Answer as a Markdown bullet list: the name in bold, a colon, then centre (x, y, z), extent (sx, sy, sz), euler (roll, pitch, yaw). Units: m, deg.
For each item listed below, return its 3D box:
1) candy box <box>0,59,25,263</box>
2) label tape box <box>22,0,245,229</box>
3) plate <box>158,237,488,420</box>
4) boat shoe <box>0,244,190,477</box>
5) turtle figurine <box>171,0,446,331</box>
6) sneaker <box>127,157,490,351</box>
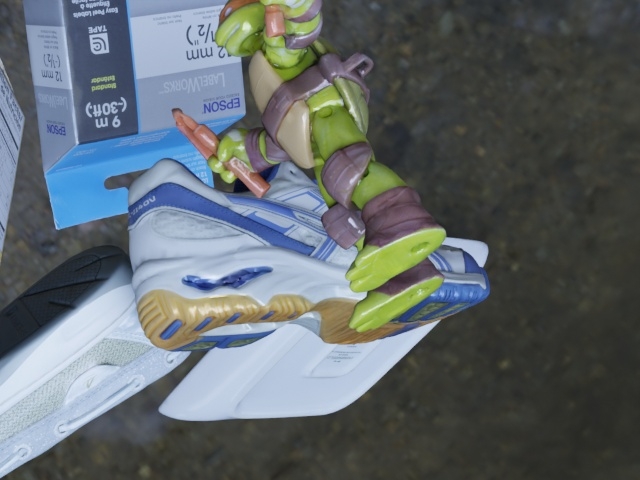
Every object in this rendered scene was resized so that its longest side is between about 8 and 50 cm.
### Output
- **candy box**: centre (-0.186, 0.005, 0.604), extent (0.109, 0.186, 0.053), euler (-8, 137, 6)
- **label tape box**: centre (-0.223, -0.201, 1.886), extent (0.249, 0.115, 0.347), euler (-14, 105, -35)
- **plate**: centre (0.016, 0.097, 1.506), extent (0.278, 0.045, 0.277), euler (-47, 150, 25)
- **boat shoe**: centre (-0.237, 0.137, 1.060), extent (0.320, 0.118, 0.103), euler (-41, 116, -6)
- **turtle figurine**: centre (-0.005, -0.060, 0.859), extent (0.087, 0.217, 0.269), euler (-22, 158, -21)
- **sneaker**: centre (0.000, 0.000, 1.064), extent (0.296, 0.131, 0.112), euler (3, 154, -42)
